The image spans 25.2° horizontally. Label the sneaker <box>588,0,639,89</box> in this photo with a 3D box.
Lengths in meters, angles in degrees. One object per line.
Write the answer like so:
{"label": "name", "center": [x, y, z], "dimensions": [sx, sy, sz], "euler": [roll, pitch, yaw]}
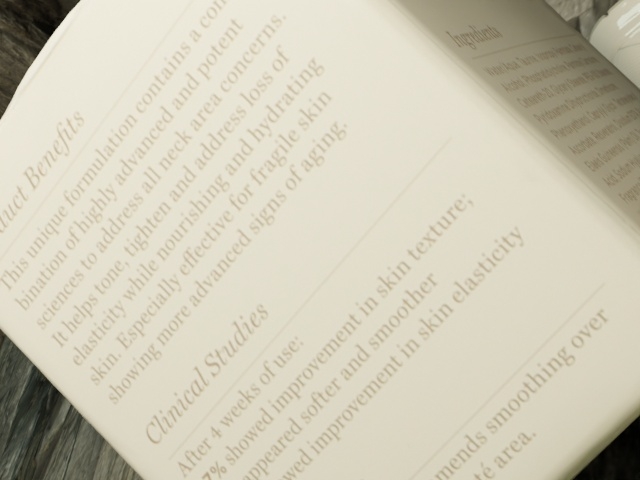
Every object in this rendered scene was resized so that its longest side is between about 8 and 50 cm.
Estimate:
{"label": "sneaker", "center": [0.341, -0.187, 1.116], "dimensions": [0.297, 0.111, 0.129], "euler": [-48, 36, 36]}

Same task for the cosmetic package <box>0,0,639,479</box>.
{"label": "cosmetic package", "center": [0.034, -0.007, 0.943], "dimensions": [0.329, 0.394, 0.327], "euler": [-48, -10, 23]}
